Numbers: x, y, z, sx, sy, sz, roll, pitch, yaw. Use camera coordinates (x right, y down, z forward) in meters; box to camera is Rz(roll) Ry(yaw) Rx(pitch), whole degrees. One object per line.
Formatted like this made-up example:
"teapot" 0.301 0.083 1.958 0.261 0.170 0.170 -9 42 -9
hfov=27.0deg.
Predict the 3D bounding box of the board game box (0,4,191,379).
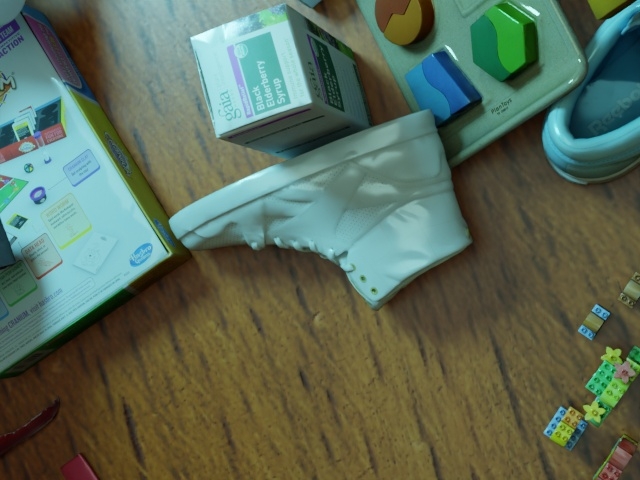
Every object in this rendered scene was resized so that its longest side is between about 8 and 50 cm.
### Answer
"board game box" -0.318 -0.051 1.400 0.242 0.064 0.316 -33 81 11

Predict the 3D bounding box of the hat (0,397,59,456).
"hat" -0.382 0.290 1.427 0.208 0.184 0.173 -39 61 54

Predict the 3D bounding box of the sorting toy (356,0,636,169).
"sorting toy" 0.153 -0.219 1.209 0.307 0.041 0.229 -34 75 49

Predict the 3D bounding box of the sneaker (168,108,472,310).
"sneaker" 0.000 0.000 1.298 0.293 0.108 0.169 -19 93 23

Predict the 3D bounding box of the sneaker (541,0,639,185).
"sneaker" 0.341 -0.194 1.194 0.135 0.150 0.366 40 98 11

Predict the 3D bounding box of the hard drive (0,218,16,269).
"hard drive" -0.498 0.063 1.307 0.339 0.237 0.064 -20 89 32

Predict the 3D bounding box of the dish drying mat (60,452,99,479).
"dish drying mat" -0.240 0.265 1.401 0.032 0.008 0.083 -37 81 11

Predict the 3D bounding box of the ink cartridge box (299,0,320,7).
"ink cartridge box" 0.058 -0.401 1.316 0.333 0.065 0.165 -40 80 11

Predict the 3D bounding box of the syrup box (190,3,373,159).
"syrup box" -0.029 -0.140 1.241 0.096 0.237 0.093 -18 83 13

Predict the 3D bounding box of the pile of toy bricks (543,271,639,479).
"pile of toy bricks" 0.277 0.127 1.224 0.118 0.105 0.212 33 96 13

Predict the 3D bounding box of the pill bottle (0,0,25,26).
"pill bottle" -0.455 -0.240 1.345 0.319 0.176 0.176 -11 86 29
